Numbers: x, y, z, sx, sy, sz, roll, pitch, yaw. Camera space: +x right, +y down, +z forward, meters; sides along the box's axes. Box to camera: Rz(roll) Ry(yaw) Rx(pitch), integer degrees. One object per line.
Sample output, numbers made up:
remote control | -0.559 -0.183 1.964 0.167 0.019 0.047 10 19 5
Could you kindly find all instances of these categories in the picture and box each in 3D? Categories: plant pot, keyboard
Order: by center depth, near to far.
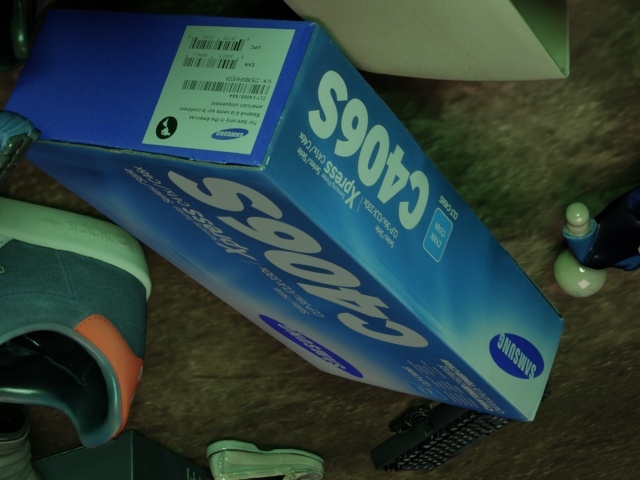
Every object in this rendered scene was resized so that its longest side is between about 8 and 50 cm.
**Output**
plant pot | 0.040 -0.128 0.520 0.096 0.109 0.109 -11 152 30
keyboard | 0.114 0.169 1.108 0.108 0.023 0.180 12 143 -29

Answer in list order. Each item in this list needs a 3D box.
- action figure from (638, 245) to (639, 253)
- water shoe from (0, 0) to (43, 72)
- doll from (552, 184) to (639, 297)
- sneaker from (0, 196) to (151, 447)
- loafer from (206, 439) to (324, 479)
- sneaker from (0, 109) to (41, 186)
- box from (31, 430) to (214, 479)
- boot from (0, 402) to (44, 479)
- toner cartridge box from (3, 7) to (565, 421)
action figure | 0.273 -0.085 0.498 0.276 0.248 0.370 23 135 -39
water shoe | -0.166 -0.140 0.470 0.073 0.080 0.203 -19 148 17
doll | 0.213 -0.014 0.799 0.129 0.046 0.189 -1 156 -29
sneaker | -0.258 0.045 0.694 0.350 0.148 0.131 9 145 -26
loafer | -0.049 0.212 1.125 0.125 0.039 0.045 17 141 -35
sneaker | -0.192 -0.047 0.537 0.087 0.083 0.221 37 171 -31
box | -0.189 0.255 1.116 0.156 0.093 0.158 -20 146 20
boot | -0.338 0.203 0.977 0.247 0.083 0.161 -16 135 -9
toner cartridge box | 0.000 0.000 0.682 0.165 0.075 0.348 11 162 34
